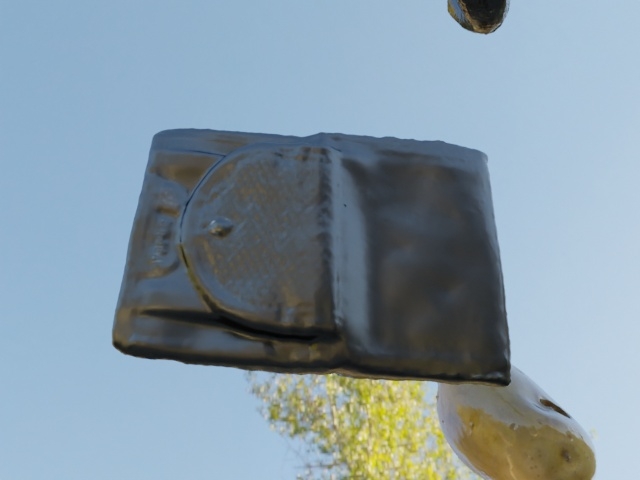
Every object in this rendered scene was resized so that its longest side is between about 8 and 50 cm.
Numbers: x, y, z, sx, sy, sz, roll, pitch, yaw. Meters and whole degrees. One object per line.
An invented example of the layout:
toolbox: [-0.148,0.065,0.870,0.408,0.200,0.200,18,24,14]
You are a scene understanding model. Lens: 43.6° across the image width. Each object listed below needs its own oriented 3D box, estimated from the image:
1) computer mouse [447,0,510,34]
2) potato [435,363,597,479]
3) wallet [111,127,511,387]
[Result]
computer mouse: [0.189,-0.316,0.961,0.079,0.047,0.135,-13,-83,1]
potato: [0.229,0.228,0.956,0.150,0.234,0.146,-4,-64,-22]
wallet: [0.000,0.000,0.691,0.322,0.247,0.041,6,-32,-7]
